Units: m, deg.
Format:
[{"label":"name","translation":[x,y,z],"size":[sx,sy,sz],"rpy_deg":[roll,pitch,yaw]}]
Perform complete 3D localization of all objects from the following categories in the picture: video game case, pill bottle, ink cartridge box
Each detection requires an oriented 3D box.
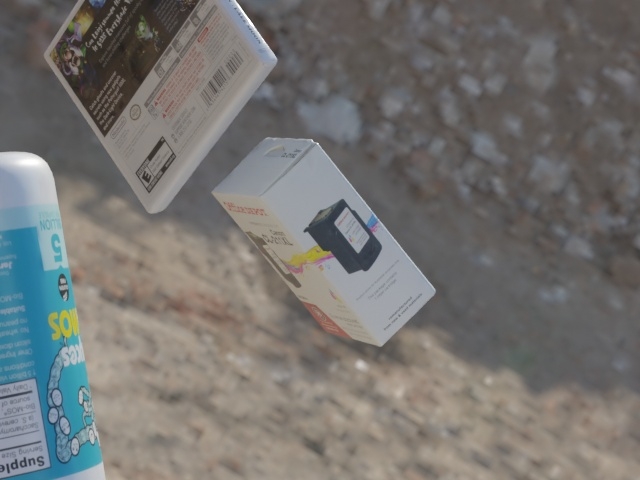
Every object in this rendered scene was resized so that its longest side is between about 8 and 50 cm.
[{"label":"video game case","translation":[-0.131,-0.145,1.462],"size":[0.022,0.190,0.173],"rpy_deg":[-17,65,-46]},{"label":"pill bottle","translation":[-0.204,0.089,1.048],"size":[0.146,0.264,0.146],"rpy_deg":[-9,0,0]},{"label":"ink cartridge box","translation":[0.000,0.000,1.606],"size":[0.175,0.072,0.127],"rpy_deg":[50,-15,-17]}]
